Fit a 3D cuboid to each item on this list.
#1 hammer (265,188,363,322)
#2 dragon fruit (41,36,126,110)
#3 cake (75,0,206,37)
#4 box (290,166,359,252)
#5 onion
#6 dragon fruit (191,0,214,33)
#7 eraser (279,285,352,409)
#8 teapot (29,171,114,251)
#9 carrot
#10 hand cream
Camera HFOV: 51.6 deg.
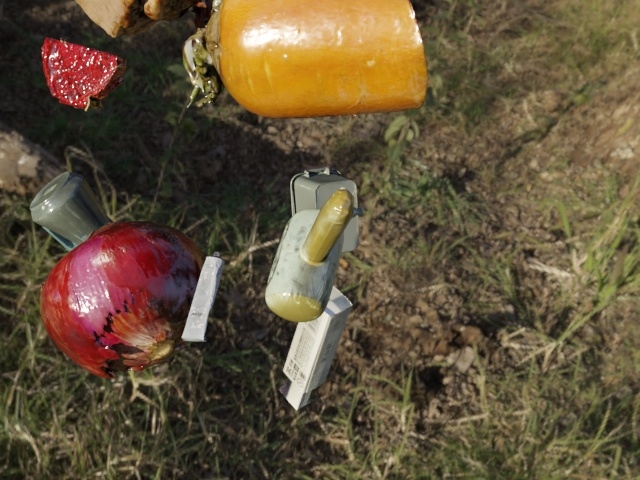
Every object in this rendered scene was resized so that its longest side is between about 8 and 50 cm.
[{"bbox_3d":[0.000,0.000,1.052,0.113,0.305,0.202,17,61,-8],"label":"hammer"},{"bbox_3d":[-0.397,-0.275,1.130,0.162,0.106,0.083,17,7,15],"label":"dragon fruit"},{"bbox_3d":[-0.281,-0.444,1.000,0.293,0.198,0.196,46,61,-6],"label":"cake"},{"bbox_3d":[0.018,-0.072,1.829,0.163,0.244,0.135,-9,16,-25],"label":"box"},{"bbox_3d":[-0.313,0.087,1.082,0.276,0.276,0.276,9,42,-8],"label":"onion"},{"bbox_3d":[-0.116,-0.407,1.227,0.244,0.298,0.244,34,45,-43],"label":"dragon fruit"},{"bbox_3d":[-0.019,0.303,1.834,0.096,0.404,0.098,-22,53,-38],"label":"eraser"},{"bbox_3d":[-0.655,-0.052,1.778,0.225,0.203,0.171,51,33,-29],"label":"teapot"},{"bbox_3d":[-0.029,-0.259,0.851,0.331,0.193,0.214,-4,53,13],"label":"carrot"},{"bbox_3d":[-0.117,0.055,0.664,0.030,0.019,0.093,2,68,32],"label":"hand cream"}]
